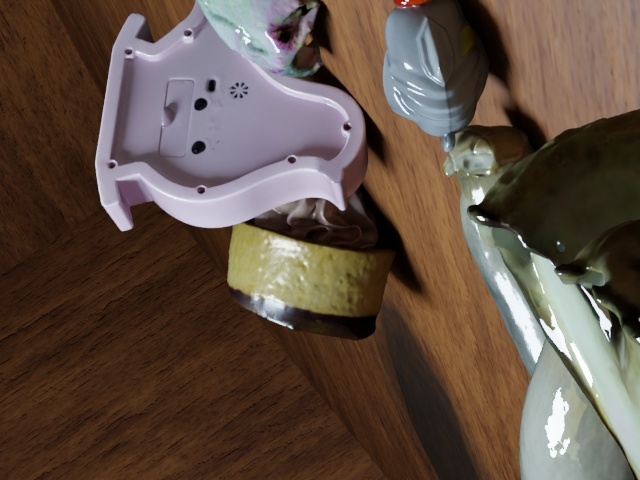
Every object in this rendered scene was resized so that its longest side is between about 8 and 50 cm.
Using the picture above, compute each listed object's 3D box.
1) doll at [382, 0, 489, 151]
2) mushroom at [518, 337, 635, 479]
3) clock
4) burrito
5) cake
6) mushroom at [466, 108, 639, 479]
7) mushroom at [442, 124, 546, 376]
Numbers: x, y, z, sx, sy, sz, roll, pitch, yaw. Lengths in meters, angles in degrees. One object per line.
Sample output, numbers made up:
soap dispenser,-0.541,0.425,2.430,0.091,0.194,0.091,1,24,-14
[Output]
doll,0.074,-0.150,1.007,0.094,0.079,0.180,-103,-6,-76
mushroom,0.214,0.137,0.949,0.126,0.177,0.397,47,167,39
clock,-0.087,-0.156,1.469,0.080,0.275,0.290,74,-164,-68
burrito,-0.083,-0.258,1.355,0.229,0.089,0.144,55,173,12
cake,0.000,0.000,1.623,0.208,0.178,0.185,29,-164,35
mushroom,0.212,0.044,0.685,0.189,0.164,0.267,61,173,-28
mushroom,0.174,0.035,1.071,0.278,0.099,0.096,60,164,-7
